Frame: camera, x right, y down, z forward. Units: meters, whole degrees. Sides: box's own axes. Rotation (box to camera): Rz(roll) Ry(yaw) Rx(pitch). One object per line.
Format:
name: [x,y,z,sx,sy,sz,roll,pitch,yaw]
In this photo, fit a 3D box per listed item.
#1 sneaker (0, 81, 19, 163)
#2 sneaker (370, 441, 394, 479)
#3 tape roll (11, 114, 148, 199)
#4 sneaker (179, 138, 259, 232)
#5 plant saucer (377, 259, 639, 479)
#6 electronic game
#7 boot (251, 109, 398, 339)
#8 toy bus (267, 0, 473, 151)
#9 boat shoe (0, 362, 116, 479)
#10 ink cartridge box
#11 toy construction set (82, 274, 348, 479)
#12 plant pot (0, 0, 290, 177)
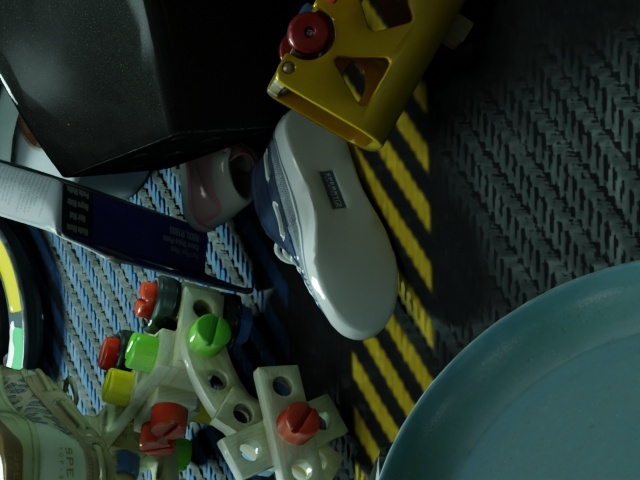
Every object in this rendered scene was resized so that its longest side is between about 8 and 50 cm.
sneaker: [-0.345,-0.121,1.515,0.107,0.124,0.283,53,134,37]
sneaker: [0.090,0.261,1.102,0.108,0.100,0.271,-48,56,52]
tape roll: [-0.226,-0.140,1.516,0.219,0.072,0.219,8,100,54]
sneaker: [-0.084,-0.079,1.347,0.070,0.051,0.134,-25,67,40]
plant saucer: [0.176,0.145,0.860,0.317,0.317,0.043,38,168,46]
electronic game: [-0.351,0.081,1.740,0.229,0.048,0.229,10,102,53]
boot: [0.000,0.000,1.231,0.086,0.069,0.190,127,136,-52]
toy bus: [0.048,-0.157,1.100,0.104,0.191,0.202,30,132,-4]
boat shoe: [-0.229,0.162,1.328,0.285,0.089,0.104,-147,60,-71]
ink cartridge box: [-0.188,-0.020,1.312,0.224,0.223,0.045,18,90,26]
toy construction set: [-0.120,0.160,1.336,0.328,0.151,0.215,-33,43,43]
plant pot: [-0.129,-0.145,1.256,0.188,0.187,0.167,-18,85,35]
